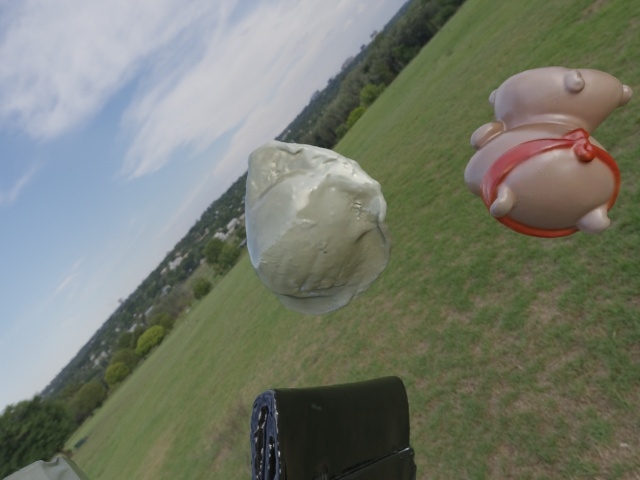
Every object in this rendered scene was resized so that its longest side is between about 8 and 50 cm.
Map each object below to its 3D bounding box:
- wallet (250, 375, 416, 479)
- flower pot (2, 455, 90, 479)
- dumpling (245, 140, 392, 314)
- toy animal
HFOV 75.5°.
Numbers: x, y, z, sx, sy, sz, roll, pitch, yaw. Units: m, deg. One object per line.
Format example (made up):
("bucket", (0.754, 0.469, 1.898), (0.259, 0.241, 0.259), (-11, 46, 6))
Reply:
("wallet", (0.048, 0.349, 0.677), (0.062, 0.406, 0.228), (-17, 69, 32))
("flower pot", (-0.471, 0.547, 0.733), (0.290, 0.259, 0.290), (-38, -31, -29))
("dumpling", (0.000, 0.000, 0.520), (0.179, 0.252, 0.131), (0, 25, 12))
("toy animal", (0.273, -0.102, 0.502), (0.171, 0.171, 0.197), (164, 121, -73))
